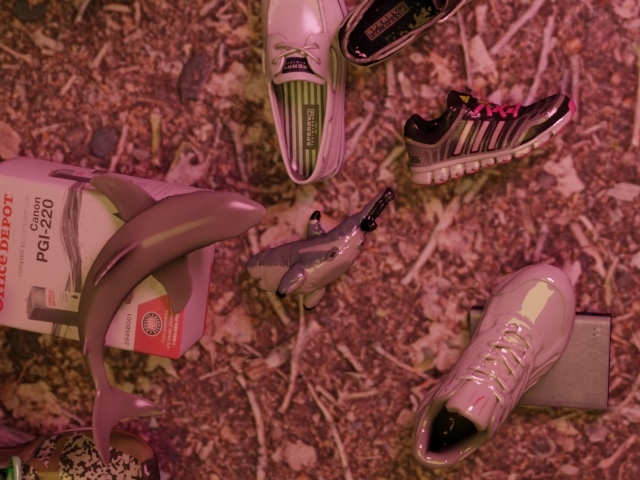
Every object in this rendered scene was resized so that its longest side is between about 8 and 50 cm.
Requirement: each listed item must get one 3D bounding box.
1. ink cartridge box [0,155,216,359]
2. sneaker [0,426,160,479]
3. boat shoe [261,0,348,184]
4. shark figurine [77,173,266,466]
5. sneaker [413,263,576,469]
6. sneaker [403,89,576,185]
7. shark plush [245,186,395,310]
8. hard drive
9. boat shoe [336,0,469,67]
[{"bbox_3d":[-0.222,0.015,1.698,0.218,0.092,0.158,11,106,12],"label":"ink cartridge box"},{"bbox_3d":[-0.362,0.270,1.725,0.410,0.182,0.158,-11,76,14],"label":"sneaker"},{"bbox_3d":[-0.012,-0.162,1.614,0.083,0.076,0.226,-7,102,14],"label":"boat shoe"},{"bbox_3d":[-0.187,0.054,1.595,0.166,0.116,0.278,29,106,4],"label":"shark figurine"},{"bbox_3d":[0.163,0.128,1.603,0.090,0.115,0.232,31,109,3],"label":"sneaker"},{"bbox_3d":[0.150,-0.109,1.597,0.170,0.063,0.075,-20,105,21],"label":"sneaker"},{"bbox_3d":[0.000,0.000,1.667,0.161,0.073,0.067,-43,62,23],"label":"shark plush"},{"bbox_3d":[0.211,0.113,1.662,0.135,0.022,0.094,3,105,12],"label":"hard drive"},{"bbox_3d":[0.106,-0.235,1.560,0.219,0.070,0.078,-44,95,7],"label":"boat shoe"}]
